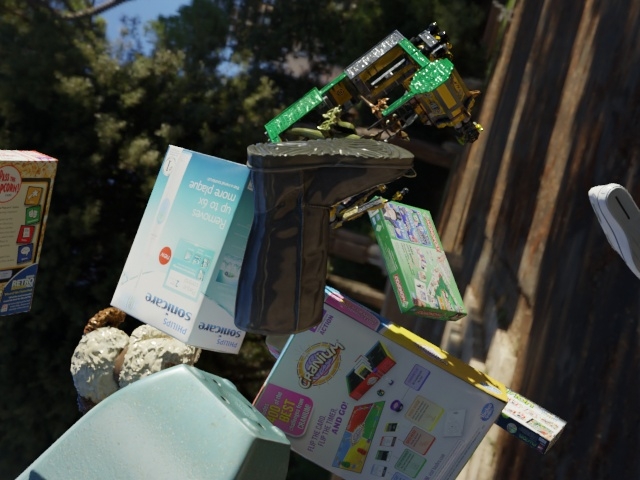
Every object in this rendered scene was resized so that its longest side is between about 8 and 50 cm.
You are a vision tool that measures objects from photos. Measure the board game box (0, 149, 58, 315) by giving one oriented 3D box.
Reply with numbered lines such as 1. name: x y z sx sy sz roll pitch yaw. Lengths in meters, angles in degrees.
1. board game box: -0.381 -0.005 0.888 0.146 0.045 0.194 -8 -64 -63

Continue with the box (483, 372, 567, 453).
1. box: 0.409 0.365 1.678 0.114 0.207 0.036 -14 -52 -54

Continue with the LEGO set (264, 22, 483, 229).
1. LEGO set: 0.088 -0.127 1.122 0.331 0.192 0.255 -41 35 2

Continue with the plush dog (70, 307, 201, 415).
1. plush dog: -0.351 0.243 1.461 0.210 0.225 0.263 81 -165 -78

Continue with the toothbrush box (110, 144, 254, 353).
1. toothbrush box: -0.196 0.013 1.315 0.126 0.216 0.296 21 -91 -50

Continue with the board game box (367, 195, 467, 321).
1. board game box: 0.244 0.048 2.006 0.046 0.213 0.317 -38 55 35

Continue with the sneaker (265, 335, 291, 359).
1. sneaker: -0.029 0.245 1.514 0.145 0.090 0.270 62 174 -11

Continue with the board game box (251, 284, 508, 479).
1. board game box: 0.078 0.244 1.174 0.242 0.316 0.064 -60 0 17

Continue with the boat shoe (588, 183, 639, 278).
1. boat shoe: 0.605 -0.019 1.550 0.083 0.226 0.076 -32 15 -7

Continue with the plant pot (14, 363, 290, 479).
1. plant pot: -0.184 0.311 1.039 0.252 0.248 0.247 -50 -25 -4

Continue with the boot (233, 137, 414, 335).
1. boot: 0.001 -0.001 0.837 0.076 0.189 0.209 -112 21 -68
